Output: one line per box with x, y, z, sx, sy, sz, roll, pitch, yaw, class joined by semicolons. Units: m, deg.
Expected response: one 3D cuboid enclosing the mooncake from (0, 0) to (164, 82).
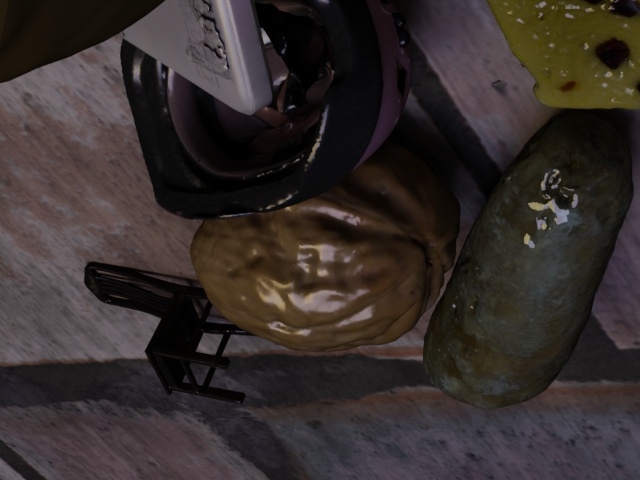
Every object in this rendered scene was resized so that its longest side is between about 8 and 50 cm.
-0.265;-0.298;0.915;0.467;0.262;0.467;12;118;23;mooncake

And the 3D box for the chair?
-0.171;0.096;1.703;0.212;0.101;0.084;8;145;20;chair

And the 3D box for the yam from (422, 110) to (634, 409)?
0.179;0.016;1.361;0.133;0.133;0.330;20;142;4;yam

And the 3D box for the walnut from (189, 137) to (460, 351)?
0.000;0.000;1.379;0.245;0.198;0.198;10;147;35;walnut

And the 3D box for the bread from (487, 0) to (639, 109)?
0.155;-0.222;1.064;0.138;0.077;0.361;0;142;32;bread

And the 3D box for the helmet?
-0.029;-0.124;1.246;0.154;0.198;0.253;-13;174;-32;helmet

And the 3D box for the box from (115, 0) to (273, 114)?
-0.136;-0.198;1.178;0.285;0.044;0.142;35;150;41;box
